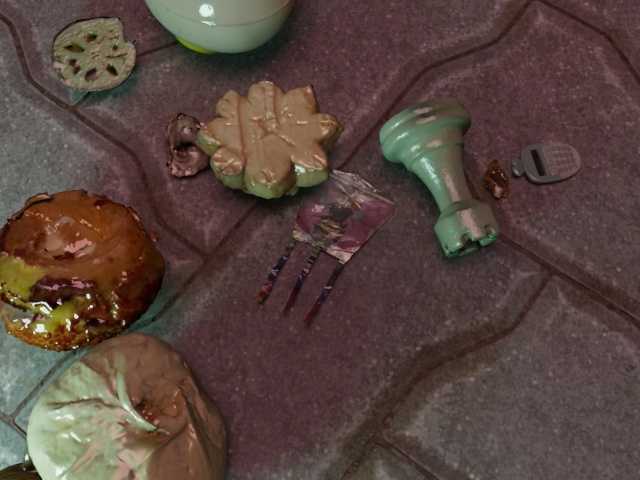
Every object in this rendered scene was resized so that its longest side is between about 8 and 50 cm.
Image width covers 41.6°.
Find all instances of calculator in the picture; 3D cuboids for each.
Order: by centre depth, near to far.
[{"bbox_3d":[0.482,-0.166,1.805,0.153,0.021,0.095,-11,65,-4],"label":"calculator"}]

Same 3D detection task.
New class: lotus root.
[{"bbox_3d":[-0.507,-0.414,1.925,0.203,0.078,0.183,1,77,7],"label":"lotus root"}]

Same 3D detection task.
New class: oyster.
[{"bbox_3d":[0.371,-0.133,1.789,0.051,0.034,0.093,-16,61,-14],"label":"oyster"},{"bbox_3d":[-0.287,-0.217,1.838,0.108,0.053,0.166,-18,72,14],"label":"oyster"}]

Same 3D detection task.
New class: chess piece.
[{"bbox_3d":[0.255,-0.122,1.716,0.194,0.194,0.299,-19,75,-7],"label":"chess piece"}]

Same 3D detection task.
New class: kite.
[{"bbox_3d":[0.000,0.002,1.746,0.204,0.022,0.360,27,65,13],"label":"kite"}]

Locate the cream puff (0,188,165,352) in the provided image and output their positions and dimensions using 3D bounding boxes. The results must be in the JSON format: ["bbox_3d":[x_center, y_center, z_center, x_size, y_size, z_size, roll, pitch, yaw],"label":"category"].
[{"bbox_3d":[-0.469,0.073,1.611,0.350,0.229,0.350,4,42,-4],"label":"cream puff"}]

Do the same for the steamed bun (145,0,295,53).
[{"bbox_3d":[-0.227,-0.585,1.865,0.374,0.334,0.334,39,72,18],"label":"steamed bun"}]

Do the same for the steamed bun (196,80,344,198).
[{"bbox_3d":[-0.097,-0.199,1.781,0.292,0.137,0.295,26,63,14],"label":"steamed bun"}]

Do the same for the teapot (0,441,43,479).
[{"bbox_3d":[-0.517,0.466,1.466,0.185,0.175,0.268,4,65,1],"label":"teapot"}]

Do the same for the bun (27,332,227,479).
[{"bbox_3d":[-0.322,0.327,1.460,0.361,0.213,0.361,11,52,-15],"label":"bun"}]
